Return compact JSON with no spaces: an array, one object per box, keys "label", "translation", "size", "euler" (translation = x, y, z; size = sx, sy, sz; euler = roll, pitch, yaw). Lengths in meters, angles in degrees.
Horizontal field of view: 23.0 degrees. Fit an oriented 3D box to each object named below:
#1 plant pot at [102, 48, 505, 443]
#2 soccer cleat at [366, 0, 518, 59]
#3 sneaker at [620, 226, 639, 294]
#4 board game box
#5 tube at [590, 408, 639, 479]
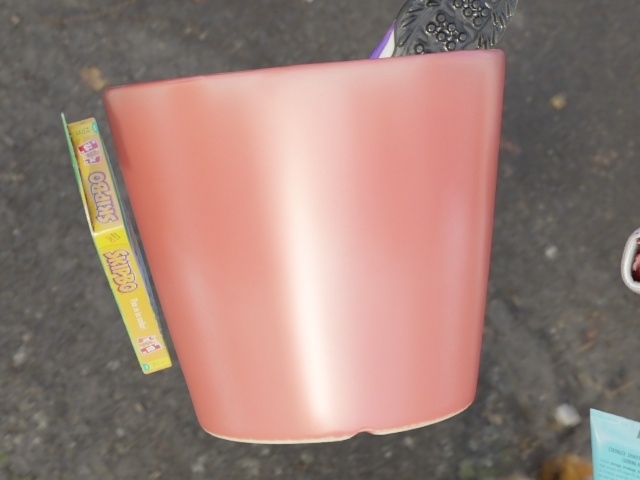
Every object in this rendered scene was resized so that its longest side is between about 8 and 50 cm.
[{"label":"plant pot","translation":[0.000,0.000,1.084],"size":[0.275,0.275,0.243],"euler":[-10,97,-41]},{"label":"soccer cleat","translation":[0.094,-0.190,1.758],"size":[0.108,0.318,0.116],"euler":[38,2,-13]},{"label":"sneaker","translation":[0.285,-0.010,1.242],"size":[0.051,0.134,0.070],"euler":[41,13,14]},{"label":"board game box","translation":[-0.182,0.003,1.414],"size":[0.039,0.259,0.124],"euler":[-18,56,-3]},{"label":"tube","translation":[0.209,0.218,1.040],"size":[0.052,0.080,0.207],"euler":[-18,111,-47]}]
